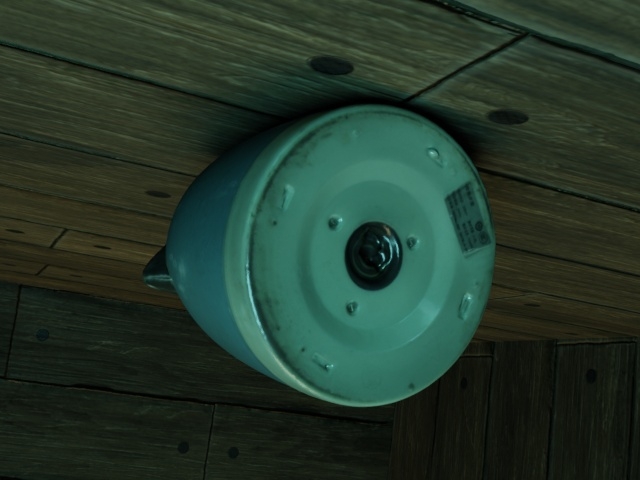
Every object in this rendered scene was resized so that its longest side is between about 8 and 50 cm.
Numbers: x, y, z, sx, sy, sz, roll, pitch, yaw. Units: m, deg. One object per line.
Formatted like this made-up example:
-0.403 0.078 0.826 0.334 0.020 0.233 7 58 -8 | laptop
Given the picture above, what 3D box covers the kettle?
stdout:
0.000 0.000 0.864 0.319 0.247 0.342 -16 -171 -27 | kettle
